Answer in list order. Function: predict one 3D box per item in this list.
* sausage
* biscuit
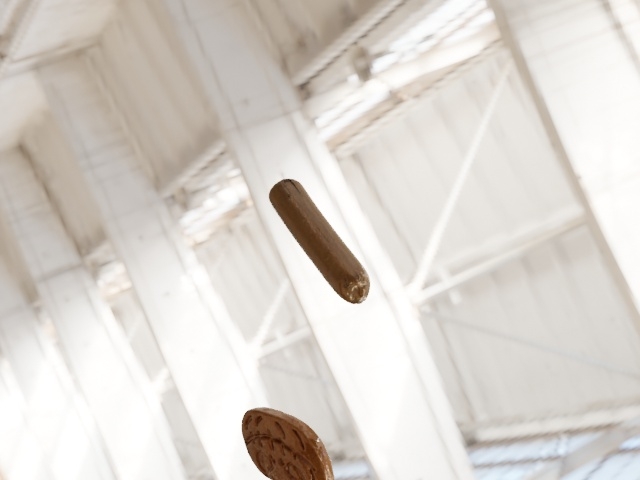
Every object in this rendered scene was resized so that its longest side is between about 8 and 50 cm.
[{"bbox_3d":[0.000,0.000,0.804,0.116,0.026,0.026,-127,-153,-49],"label":"sausage"},{"bbox_3d":[-0.025,0.162,0.976,0.091,0.015,0.078,7,-61,48],"label":"biscuit"}]
